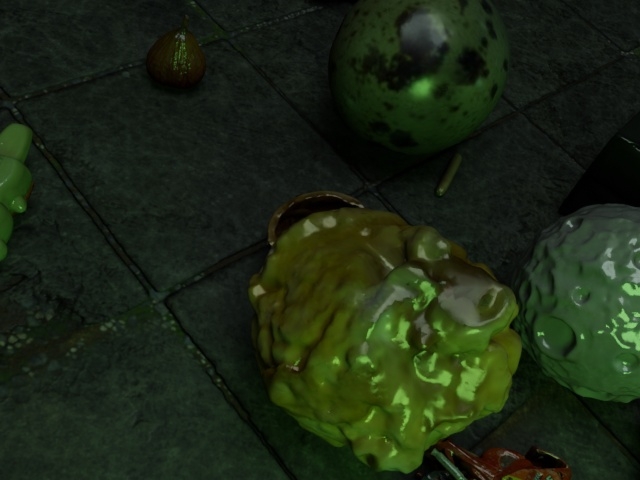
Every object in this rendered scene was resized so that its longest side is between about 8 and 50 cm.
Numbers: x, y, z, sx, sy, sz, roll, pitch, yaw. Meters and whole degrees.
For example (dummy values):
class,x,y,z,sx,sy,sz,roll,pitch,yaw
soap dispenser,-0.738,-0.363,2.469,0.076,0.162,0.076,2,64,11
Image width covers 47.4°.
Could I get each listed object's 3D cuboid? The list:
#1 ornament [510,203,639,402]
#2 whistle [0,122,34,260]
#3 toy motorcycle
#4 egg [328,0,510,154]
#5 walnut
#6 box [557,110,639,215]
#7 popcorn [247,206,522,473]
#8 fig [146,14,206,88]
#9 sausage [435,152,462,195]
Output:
class,x,y,z,sx,sy,sz,roll,pitch,yaw
ornament,0.498,0.096,1.233,0.337,0.337,0.337,9,52,-11
whistle,-0.531,-0.077,1.167,0.131,0.106,0.288,12,52,-6
toy motorcycle,0.273,0.378,1.088,0.298,0.089,0.171,13,50,-7
egg,0.203,-0.356,1.463,0.345,0.345,0.428,34,44,9
walnut,-0.002,0.001,1.288,0.211,0.087,0.167,-10,64,-22
box,0.708,-0.149,1.526,0.204,0.251,0.345,43,55,16
popcorn,0.090,0.140,1.073,0.390,0.354,0.344,19,81,40
fig,-0.274,-0.365,1.455,0.119,0.153,0.119,11,71,-36
sausage,0.268,-0.138,1.522,0.024,0.024,0.132,28,50,5
